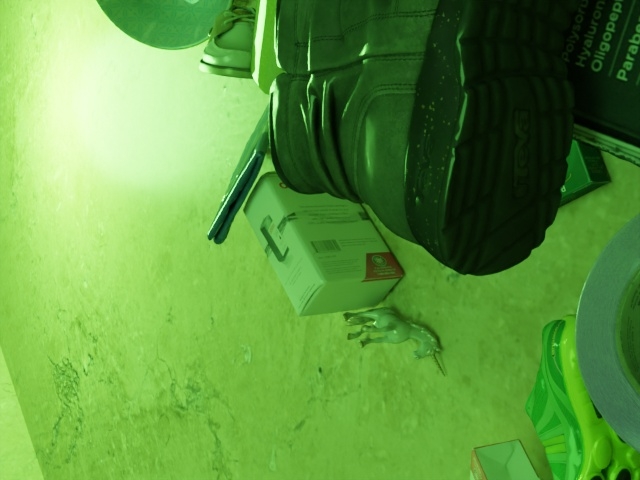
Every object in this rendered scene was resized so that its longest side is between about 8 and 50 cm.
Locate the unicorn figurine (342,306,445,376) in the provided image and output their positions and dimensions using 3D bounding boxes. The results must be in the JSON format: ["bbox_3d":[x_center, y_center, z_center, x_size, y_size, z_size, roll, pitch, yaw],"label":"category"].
[{"bbox_3d":[0.101,0.133,1.233,0.162,0.111,0.060,-125,36,-53],"label":"unicorn figurine"}]

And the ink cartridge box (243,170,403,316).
[{"bbox_3d":[0.000,0.000,1.293,0.092,0.158,0.218,-55,51,39],"label":"ink cartridge box"}]

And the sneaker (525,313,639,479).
[{"bbox_3d":[0.307,0.228,0.985,0.123,0.109,0.296,-156,63,-76],"label":"sneaker"}]

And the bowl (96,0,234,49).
[{"bbox_3d":[-0.278,-0.522,1.589,0.289,0.289,0.156,-55,10,38],"label":"bowl"}]

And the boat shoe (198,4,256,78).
[{"bbox_3d":[-0.142,-0.334,1.417,0.302,0.113,0.103,-116,35,-68],"label":"boat shoe"}]

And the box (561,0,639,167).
[{"bbox_3d":[0.318,-0.213,0.617,0.471,0.479,0.298,33,116,45],"label":"box"}]

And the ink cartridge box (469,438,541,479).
[{"bbox_3d":[0.231,0.357,1.042,0.115,0.067,0.198,-108,11,-54],"label":"ink cartridge box"}]

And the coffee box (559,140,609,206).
[{"bbox_3d":[0.270,-0.131,1.036,0.113,0.040,0.184,-35,65,48],"label":"coffee box"}]

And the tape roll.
[{"bbox_3d":[0.386,0.088,0.795,0.274,0.090,0.275,-18,63,39],"label":"tape roll"}]

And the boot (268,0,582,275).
[{"bbox_3d":[0.052,-0.166,0.484,0.222,0.118,0.338,33,113,52],"label":"boot"}]

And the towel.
[{"bbox_3d":[-0.104,-0.143,1.391,0.209,0.034,0.285,-56,12,37],"label":"towel"}]

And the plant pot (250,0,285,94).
[{"bbox_3d":[0.013,-0.326,1.203,0.276,0.276,0.254,59,145,31],"label":"plant pot"}]
